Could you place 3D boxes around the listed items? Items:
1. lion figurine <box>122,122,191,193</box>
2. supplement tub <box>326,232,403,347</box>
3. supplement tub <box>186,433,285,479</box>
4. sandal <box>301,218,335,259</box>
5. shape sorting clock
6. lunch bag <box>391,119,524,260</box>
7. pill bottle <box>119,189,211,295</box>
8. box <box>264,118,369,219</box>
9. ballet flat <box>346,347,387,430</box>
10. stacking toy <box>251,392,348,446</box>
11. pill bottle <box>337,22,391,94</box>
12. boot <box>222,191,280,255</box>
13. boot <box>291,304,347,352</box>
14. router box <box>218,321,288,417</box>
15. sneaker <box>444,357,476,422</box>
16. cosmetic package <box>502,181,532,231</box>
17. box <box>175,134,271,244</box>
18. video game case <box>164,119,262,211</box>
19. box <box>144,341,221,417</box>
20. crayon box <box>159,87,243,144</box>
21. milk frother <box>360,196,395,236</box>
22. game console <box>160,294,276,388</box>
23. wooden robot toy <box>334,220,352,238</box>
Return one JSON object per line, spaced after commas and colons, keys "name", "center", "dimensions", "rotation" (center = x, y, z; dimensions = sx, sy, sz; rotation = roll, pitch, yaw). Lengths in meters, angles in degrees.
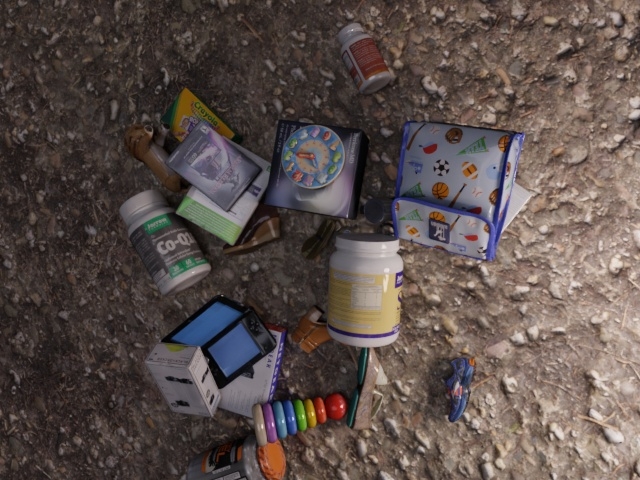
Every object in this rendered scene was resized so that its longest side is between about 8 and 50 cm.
{"name": "lion figurine", "center": [-0.593, -0.292, 1.764], "dimensions": [0.240, 0.142, 0.392], "rotation": [-34, 89, 47]}
{"name": "supplement tub", "center": [0.144, 0.151, 1.518], "dimensions": [0.241, 0.241, 0.331], "rotation": [5, 100, 14]}
{"name": "supplement tub", "center": [-0.297, 0.817, 1.673], "dimensions": [0.316, 0.193, 0.193], "rotation": [-24, 85, 12]}
{"name": "sandal", "center": [0.000, 0.000, 1.665], "dimensions": [0.180, 0.049, 0.072], "rotation": [-52, 55, 21]}
{"name": "shape sorting clock", "center": [-0.025, -0.267, 1.492], "dimensions": [0.206, 0.040, 0.206], "rotation": [0, 89, 13]}
{"name": "lunch bag", "center": [0.401, -0.151, 1.414], "dimensions": [0.328, 0.239, 0.385], "rotation": [17, 111, 28]}
{"name": "pill bottle", "center": [-0.578, 0.007, 1.732], "dimensions": [0.204, 0.204, 0.361], "rotation": [-35, 83, 12]}
{"name": "box", "center": [-0.007, -0.238, 1.603], "dimensions": [0.294, 0.183, 0.296], "rotation": [10, 93, 12]}
{"name": "ballet flat", "center": [0.170, 0.503, 1.616], "dimensions": [0.106, 0.107, 0.316], "rotation": [11, 98, -6]}
{"name": "stacking toy", "center": [-0.065, 0.602, 1.621], "dimensions": [0.330, 0.141, 0.141], "rotation": [-10, 88, -12]}
{"name": "pill bottle", "center": [0.143, -0.618, 1.592], "dimensions": [0.121, 0.121, 0.216], "rotation": [-26, 84, 13]}
{"name": "boot", "center": [-0.268, -0.068, 1.732], "dimensions": [0.248, 0.090, 0.207], "rotation": [-21, 73, 15]}
{"name": "boot", "center": [0.001, 0.345, 1.662], "dimensions": [0.197, 0.073, 0.152], "rotation": [40, 99, 21]}
{"name": "router box", "center": [-0.301, 0.451, 1.728], "dimensions": [0.301, 0.082, 0.335], "rotation": [12, 93, 14]}
{"name": "sneaker", "center": [0.453, 0.492, 1.553], "dimensions": [0.087, 0.083, 0.221], "rotation": [12, 88, 27]}
{"name": "cosmetic package", "center": [0.558, -0.087, 1.513], "dimensions": [0.117, 0.085, 0.231], "rotation": [39, 101, 11]}
{"name": "box", "center": [-0.326, -0.175, 1.655], "dimensions": [0.232, 0.058, 0.322], "rotation": [31, 85, -1]}
{"name": "video game case", "center": [-0.368, -0.257, 1.618], "dimensions": [0.274, 0.026, 0.196], "rotation": [38, 85, 1]}
{"name": "box", "center": [-0.462, 0.478, 1.599], "dimensions": [0.169, 0.087, 0.290], "rotation": [1, 129, 15]}
{"name": "crayon box", "center": [-0.447, -0.416, 1.760], "dimensions": [0.278, 0.081, 0.165], "rotation": [44, 100, 10]}
{"name": "milk frother", "center": [0.210, -0.069, 1.571], "dimensions": [0.129, 0.135, 0.143], "rotation": [-19, 82, 44]}
{"name": "game console", "center": [-0.346, 0.356, 1.607], "dimensions": [0.293, 0.173, 0.250], "rotation": [-39, 81, 12]}
{"name": "wooden robot toy", "center": [0.089, 0.011, 1.631], "dimensions": [0.076, 0.079, 0.173], "rotation": [-20, 86, 13]}
